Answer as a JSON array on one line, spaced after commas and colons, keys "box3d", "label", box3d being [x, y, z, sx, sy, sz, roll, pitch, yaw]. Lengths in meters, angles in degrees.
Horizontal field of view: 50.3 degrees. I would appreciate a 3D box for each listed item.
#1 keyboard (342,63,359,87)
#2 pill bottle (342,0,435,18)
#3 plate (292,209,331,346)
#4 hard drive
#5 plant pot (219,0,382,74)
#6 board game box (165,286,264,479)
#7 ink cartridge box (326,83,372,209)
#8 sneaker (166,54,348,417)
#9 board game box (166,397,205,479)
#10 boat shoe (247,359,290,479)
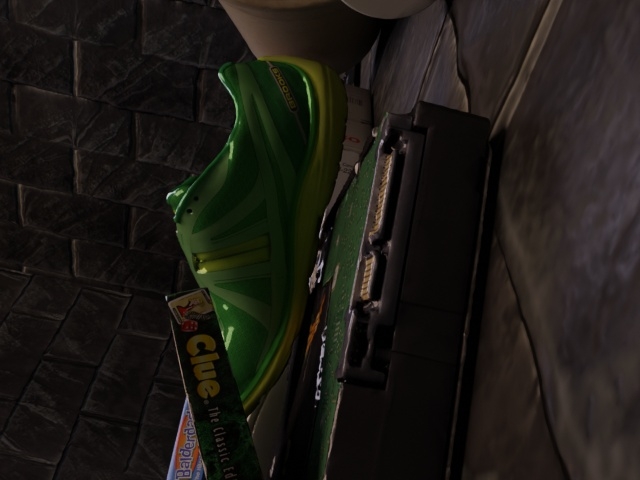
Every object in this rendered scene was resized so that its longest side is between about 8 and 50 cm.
[{"box3d": [0.053, -0.284, 1.299, 0.180, 0.023, 0.108, -83, 13, -54], "label": "keyboard"}, {"box3d": [0.066, -0.298, 0.577, 0.119, 0.119, 0.209, 111, 171, -61], "label": "pill bottle"}, {"box3d": [0.000, 0.000, 1.045, 0.278, 0.045, 0.277, -84, 9, -55], "label": "plate"}, {"box3d": [0.021, 0.079, 0.473, 0.339, 0.064, 0.237, 116, 166, -74], "label": "hard drive"}, {"box3d": [-0.025, -0.382, 0.933, 0.305, 0.333, 0.334, 74, -154, -76], "label": "plant pot"}, {"box3d": [-0.048, 0.160, 0.428, 0.260, 0.030, 0.136, 87, 161, -49], "label": "board game box"}, {"box3d": [-0.016, -0.139, 0.901, 0.218, 0.158, 0.092, -85, 9, -58], "label": "ink cartridge box"}, {"box3d": [-0.063, 0.001, 0.540, 0.109, 0.123, 0.296, -130, 52, -84], "label": "sneaker"}, {"box3d": [-0.087, 0.250, 0.770, 0.210, 0.047, 0.160, 47, -134, -52], "label": "board game box"}, {"box3d": [-0.044, 0.240, 0.687, 0.079, 0.095, 0.255, 169, 104, -73], "label": "boat shoe"}]
